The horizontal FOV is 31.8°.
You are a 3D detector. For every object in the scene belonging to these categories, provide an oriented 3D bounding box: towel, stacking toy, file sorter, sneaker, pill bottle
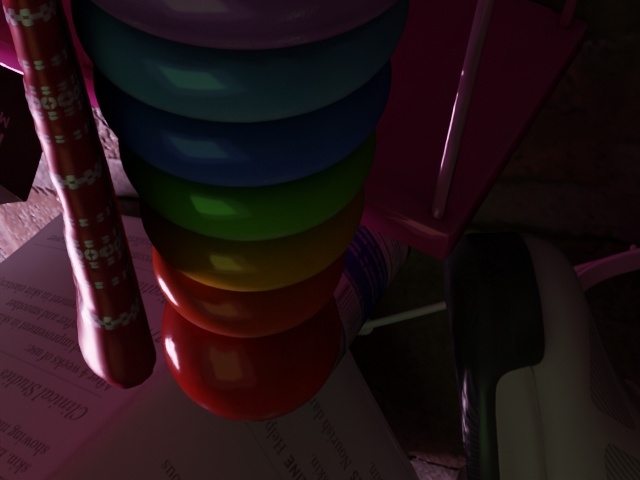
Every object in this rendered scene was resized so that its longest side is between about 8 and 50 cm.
[{"bbox_3d":[-0.119,-0.097,0.446,0.199,0.031,0.275,-121,18,-58],"label":"towel"},{"bbox_3d":[-0.031,-0.034,0.464,0.141,0.141,0.330,22,139,18],"label":"stacking toy"},{"bbox_3d":[-0.013,-0.170,0.572,0.290,0.202,0.182,24,139,16],"label":"file sorter"},{"bbox_3d":[0.231,0.142,0.645,0.257,0.169,0.448,-15,130,13],"label":"sneaker"},{"bbox_3d":[0.000,0.000,0.744,0.112,0.187,0.112,21,139,19],"label":"pill bottle"}]

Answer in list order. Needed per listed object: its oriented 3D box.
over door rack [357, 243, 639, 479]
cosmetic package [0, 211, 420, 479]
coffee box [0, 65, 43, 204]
[{"bbox_3d":[0.165,0.134,0.820,0.324,0.108,0.240,-11,121,44],"label":"over door rack"},{"bbox_3d":[-0.183,0.224,0.903,0.329,0.393,0.327,11,137,48],"label":"cosmetic package"},{"bbox_3d":[-0.385,-0.104,0.909,0.297,0.119,0.168,-6,148,28],"label":"coffee box"}]
